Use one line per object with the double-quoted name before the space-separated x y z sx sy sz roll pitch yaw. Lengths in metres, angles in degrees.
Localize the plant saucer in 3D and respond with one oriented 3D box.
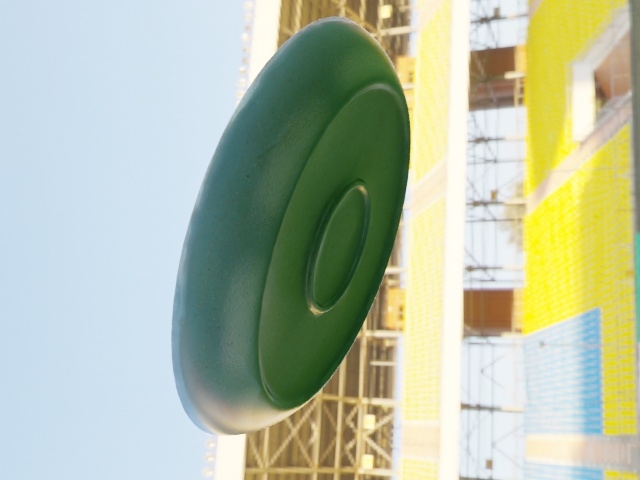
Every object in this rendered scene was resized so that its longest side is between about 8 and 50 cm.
"plant saucer" 0.000 0.000 0.599 0.317 0.043 0.317 -52 -28 -42
